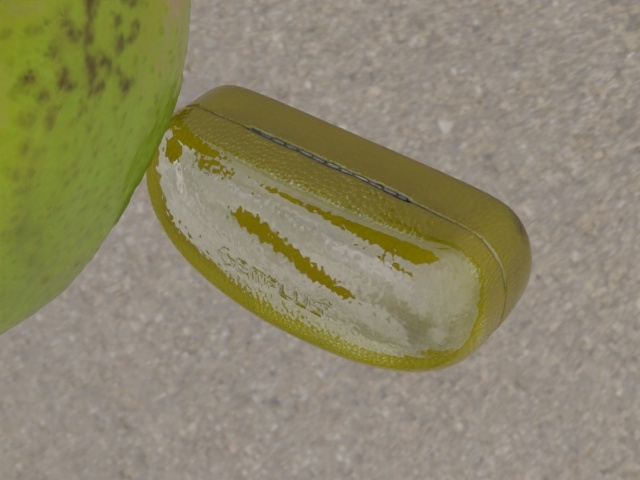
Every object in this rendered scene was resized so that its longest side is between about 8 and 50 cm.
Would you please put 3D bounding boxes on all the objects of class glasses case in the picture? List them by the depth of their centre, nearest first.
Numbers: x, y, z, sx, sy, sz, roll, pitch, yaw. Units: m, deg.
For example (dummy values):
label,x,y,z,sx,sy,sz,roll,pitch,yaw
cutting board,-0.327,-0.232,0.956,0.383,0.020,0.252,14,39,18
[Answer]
label,x,y,z,sx,sy,sz,roll,pitch,yaw
glasses case,0.000,0.000,1.153,0.371,0.141,0.173,26,140,26

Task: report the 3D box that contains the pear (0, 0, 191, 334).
label,x,y,z,sx,sy,sz,roll,pitch,yaw
pear,-0.239,-0.132,0.611,0.391,0.391,0.391,10,110,28
